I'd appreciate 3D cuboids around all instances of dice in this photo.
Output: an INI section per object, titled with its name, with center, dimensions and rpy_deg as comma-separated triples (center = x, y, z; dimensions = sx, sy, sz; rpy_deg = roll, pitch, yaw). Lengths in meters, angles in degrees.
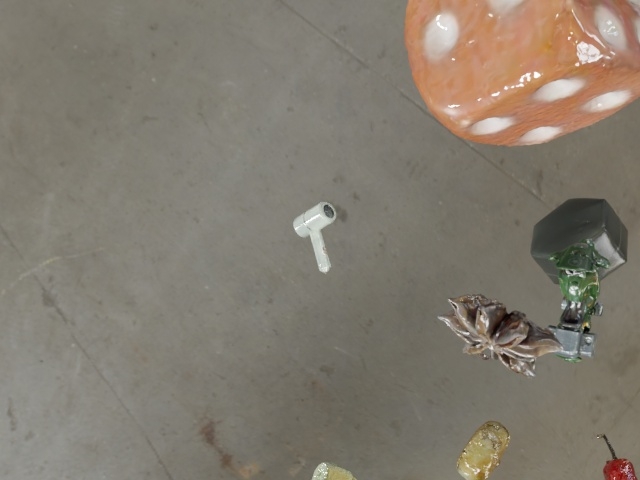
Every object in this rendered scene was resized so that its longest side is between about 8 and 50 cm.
[dice]
center = 0.200, -0.199, 0.670
dimensions = 0.179, 0.174, 0.175
rpy_deg = -21, 72, 52

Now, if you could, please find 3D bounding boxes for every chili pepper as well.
[chili pepper]
center = 0.491, 0.425, 1.121
dimensions = 0.059, 0.050, 0.268
rpy_deg = 122, 151, -43

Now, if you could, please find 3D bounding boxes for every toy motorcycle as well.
[toy motorcycle]
center = 0.543, 0.123, 1.503
dimensions = 0.125, 0.187, 0.274
rpy_deg = 7, 86, 32

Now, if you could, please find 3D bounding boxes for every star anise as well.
[star anise]
center = 0.304, 0.159, 1.237
dimensions = 0.089, 0.209, 0.231
rpy_deg = -49, 21, -18

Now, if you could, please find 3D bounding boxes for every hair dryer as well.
[hair dryer]
center = 0.000, 0.000, 1.402
dimensions = 0.082, 0.047, 0.137
rpy_deg = -28, 69, 39

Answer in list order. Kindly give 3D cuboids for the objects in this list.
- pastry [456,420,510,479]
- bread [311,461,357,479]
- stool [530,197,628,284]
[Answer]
[pastry]
center = 0.359, 0.465, 1.558
dimensions = 0.081, 0.153, 0.153
rpy_deg = 25, 82, 29
[bread]
center = 0.019, 0.389, 0.928
dimensions = 0.036, 0.112, 0.193
rpy_deg = -2, 75, 41
[stool]
center = 0.660, 0.005, 1.805
dimensions = 0.232, 0.141, 0.232
rpy_deg = -37, 23, 19
